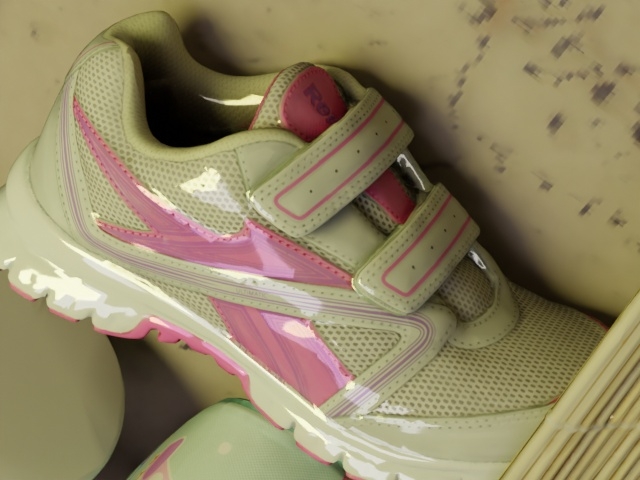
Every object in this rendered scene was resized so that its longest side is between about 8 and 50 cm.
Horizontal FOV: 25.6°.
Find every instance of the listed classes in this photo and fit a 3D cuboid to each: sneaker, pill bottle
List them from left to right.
[{"bbox_3d":[-0.205,0.125,0.649,0.153,0.153,0.264,42,127,-4],"label":"pill bottle"},{"bbox_3d":[0.000,0.000,0.506,0.252,0.103,0.111,23,124,5],"label":"sneaker"}]

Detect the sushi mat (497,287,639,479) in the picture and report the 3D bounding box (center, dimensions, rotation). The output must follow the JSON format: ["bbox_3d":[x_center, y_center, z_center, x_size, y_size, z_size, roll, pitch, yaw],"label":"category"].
[{"bbox_3d":[0.160,0.015,0.436,0.151,0.019,0.316,4,133,-26],"label":"sushi mat"}]

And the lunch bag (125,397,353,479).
[{"bbox_3d":[0.014,0.201,0.589,0.279,0.108,0.224,43,152,-2],"label":"lunch bag"}]
